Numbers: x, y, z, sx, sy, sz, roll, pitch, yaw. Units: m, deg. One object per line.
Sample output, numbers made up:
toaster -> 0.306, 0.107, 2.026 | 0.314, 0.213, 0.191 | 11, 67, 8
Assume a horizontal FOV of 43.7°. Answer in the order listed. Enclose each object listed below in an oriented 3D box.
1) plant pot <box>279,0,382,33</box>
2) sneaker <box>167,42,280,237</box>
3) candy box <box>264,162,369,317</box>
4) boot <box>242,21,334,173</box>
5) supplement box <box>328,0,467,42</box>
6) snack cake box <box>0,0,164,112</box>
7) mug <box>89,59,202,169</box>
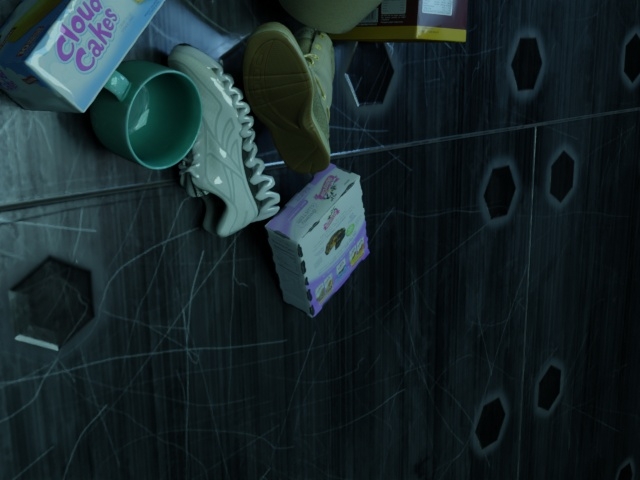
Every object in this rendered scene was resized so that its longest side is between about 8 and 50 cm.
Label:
plant pot -> 0.043, -0.438, 1.107 | 0.256, 0.256, 0.274 | -19, 151, -42
sneaker -> -0.155, -0.134, 1.134 | 0.118, 0.110, 0.292 | -35, 123, -24
candy box -> 0.000, 0.000, 1.298 | 0.165, 0.070, 0.196 | -47, 148, -28
boot -> -0.037, -0.252, 1.158 | 0.262, 0.095, 0.204 | 64, 25, -50
supplement box -> 0.124, -0.419, 1.281 | 0.129, 0.191, 0.194 | -10, 107, -44
snack cake box -> -0.271, -0.279, 0.939 | 0.089, 0.152, 0.264 | 45, 67, -41
mug -> -0.234, -0.177, 1.025 | 0.129, 0.097, 0.158 | -41, 139, -34
